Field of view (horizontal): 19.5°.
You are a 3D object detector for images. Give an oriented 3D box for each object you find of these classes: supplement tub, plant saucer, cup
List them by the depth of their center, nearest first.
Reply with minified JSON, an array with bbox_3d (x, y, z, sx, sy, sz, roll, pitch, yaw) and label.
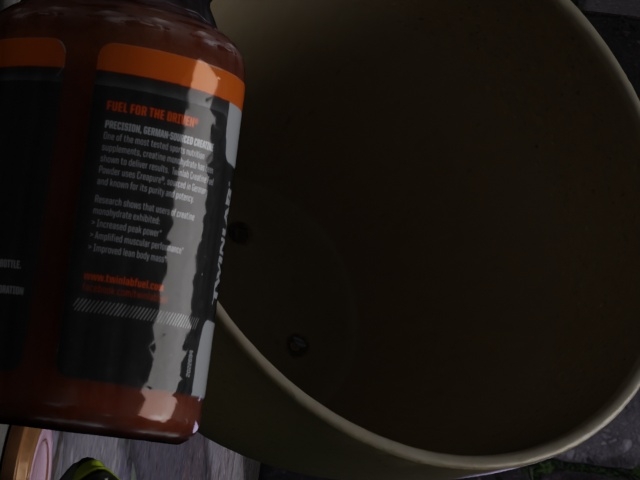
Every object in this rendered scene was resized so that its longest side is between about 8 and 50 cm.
[{"bbox_3d":[-0.085,-0.024,0.718,0.106,0.106,0.198,81,16,-84],"label":"supplement tub"},{"bbox_3d":[-0.143,0.120,0.905,0.083,0.013,0.083,8,90,-89],"label":"plant saucer"},{"bbox_3d":[0.000,0.000,1.069,0.237,0.331,0.331,-35,-139,52],"label":"cup"}]

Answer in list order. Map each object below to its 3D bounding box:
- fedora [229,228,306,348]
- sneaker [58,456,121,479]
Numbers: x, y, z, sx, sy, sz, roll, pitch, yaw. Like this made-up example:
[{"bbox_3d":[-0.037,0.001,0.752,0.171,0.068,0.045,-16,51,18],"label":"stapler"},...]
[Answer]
[{"bbox_3d":[0.006,0.033,1.307,0.244,0.124,0.275,4,126,-52],"label":"fedora"},{"bbox_3d":[-0.111,0.196,0.805,0.147,0.145,0.384,-46,168,-14],"label":"sneaker"}]
